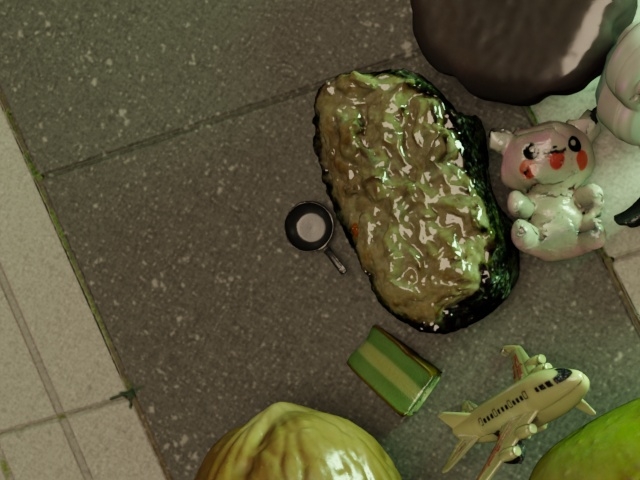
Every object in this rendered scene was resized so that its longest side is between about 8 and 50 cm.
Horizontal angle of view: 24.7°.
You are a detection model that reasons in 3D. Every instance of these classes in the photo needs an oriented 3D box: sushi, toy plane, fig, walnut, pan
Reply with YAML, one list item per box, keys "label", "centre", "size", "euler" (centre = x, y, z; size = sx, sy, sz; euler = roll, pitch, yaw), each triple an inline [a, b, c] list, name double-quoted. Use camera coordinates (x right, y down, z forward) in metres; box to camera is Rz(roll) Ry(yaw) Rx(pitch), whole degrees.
- label: "sushi"
  centre: [0.121, -0.054, 1.833]
  size: [0.211, 0.171, 0.350]
  euler: [-23, 80, 15]
- label: "toy plane"
  centre: [0.239, 0.207, 1.766]
  size: [0.092, 0.229, 0.244]
  euler: [40, 140, -22]
- label: "fig"
  centre: [0.396, 0.300, 1.696]
  size: [0.326, 0.258, 0.258]
  euler: [-1, 86, 28]
- label: "walnut"
  centre: [-0.025, 0.363, 1.794]
  size: [0.332, 0.333, 0.333]
  euler: [-1, 86, 15]
- label: "pan"
  centre: [0.000, 0.000, 1.937]
  size: [0.068, 0.023, 0.115]
  euler: [-39, 75, 9]

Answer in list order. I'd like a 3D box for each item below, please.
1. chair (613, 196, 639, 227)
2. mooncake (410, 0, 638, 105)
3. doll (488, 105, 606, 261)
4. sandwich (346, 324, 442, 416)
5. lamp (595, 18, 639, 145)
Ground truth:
- label: "chair"
  centre: [0.475, -0.067, 1.754]
  size: [0.145, 0.140, 0.221]
  euler: [42, 100, 14]
- label: "mooncake"
  centre: [0.256, -0.306, 1.826]
  size: [0.283, 0.141, 0.283]
  euler: [0, 89, 25]
- label: "doll"
  centre: [0.290, -0.070, 1.826]
  size: [0.149, 0.095, 0.192]
  euler: [-5, 86, -2]
- label: "sandwich"
  centre: [0.088, 0.165, 1.877]
  size: [0.116, 0.074, 0.074]
  euler: [36, 96, 14]
- label: "lamp"
  centre: [0.395, -0.206, 1.728]
  size: [0.179, 0.246, 0.108]
  euler: [-47, 67, 8]
